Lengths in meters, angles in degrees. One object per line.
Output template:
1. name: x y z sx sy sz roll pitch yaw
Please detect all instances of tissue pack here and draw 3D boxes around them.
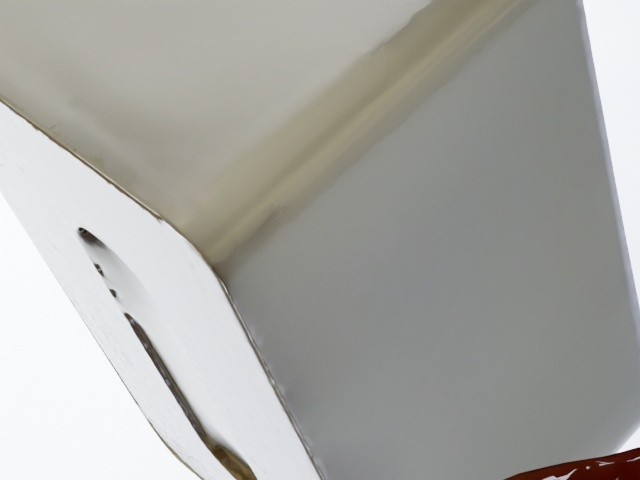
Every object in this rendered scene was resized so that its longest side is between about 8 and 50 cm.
1. tissue pack: 0.001 0.001 0.524 0.136 0.246 0.159 -43 -130 -17

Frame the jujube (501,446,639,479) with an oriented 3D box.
1. jujube: 0.115 0.162 0.243 0.377 0.276 0.276 2 -81 31
